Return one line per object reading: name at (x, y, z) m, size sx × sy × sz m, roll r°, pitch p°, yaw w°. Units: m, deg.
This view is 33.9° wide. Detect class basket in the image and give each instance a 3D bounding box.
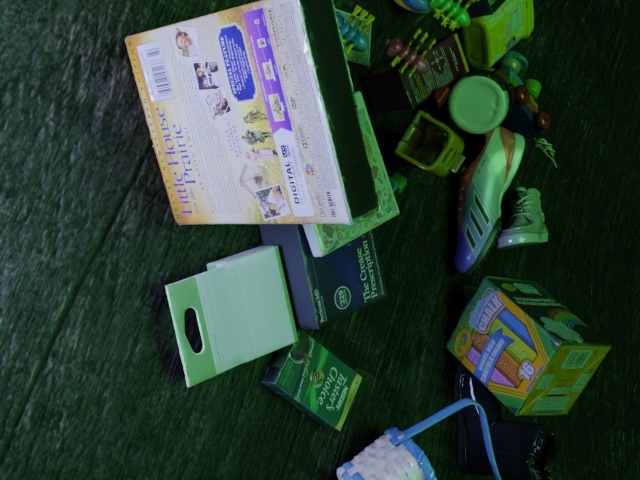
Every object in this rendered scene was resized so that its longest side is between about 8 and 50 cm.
basket at (0.190, 0.442, 1.885) m, size 0.289 × 0.201 × 0.254 m, roll -20°, pitch 106°, yaw -10°

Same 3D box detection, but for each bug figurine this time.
bug figurine at (0.143, -0.407, 1.862) m, size 0.216 × 0.072 × 0.279 m, roll 40°, pitch 81°, yaw 4°

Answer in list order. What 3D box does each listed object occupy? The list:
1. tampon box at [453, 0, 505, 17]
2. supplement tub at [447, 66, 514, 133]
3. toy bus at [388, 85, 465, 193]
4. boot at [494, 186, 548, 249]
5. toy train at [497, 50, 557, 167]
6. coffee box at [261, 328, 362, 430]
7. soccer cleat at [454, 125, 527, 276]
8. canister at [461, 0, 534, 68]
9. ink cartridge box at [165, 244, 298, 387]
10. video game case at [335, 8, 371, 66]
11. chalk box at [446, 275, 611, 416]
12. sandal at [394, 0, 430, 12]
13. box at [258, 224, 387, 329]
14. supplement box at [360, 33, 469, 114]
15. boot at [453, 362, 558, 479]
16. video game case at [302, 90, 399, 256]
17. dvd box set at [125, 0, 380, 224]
tampon box at (0.317, -0.526, 2.096) m, size 0.161 × 0.120 × 0.101 m, roll -47°, pitch 121°, yaw -33°
supplement tub at (0.315, -0.275, 2.042) m, size 0.190 × 0.117 × 0.117 m, roll -41°, pitch 121°, yaw -70°
toy bus at (0.214, -0.167, 1.940) m, size 0.202 × 0.104 × 0.191 m, roll -44°, pitch 158°, yaw -35°
boot at (0.409, -0.048, 2.172) m, size 0.258 × 0.095 × 0.123 m, roll -5°, pitch 85°, yaw -70°
toy train at (0.445, -0.280, 2.240) m, size 0.248 × 0.105 × 0.143 m, roll 41°, pitch 49°, yaw -35°
coffee box at (-0.011, 0.243, 1.828) m, size 0.184 × 0.040 × 0.113 m, roll 43°, pitch 61°, yaw -34°
soccer cleat at (0.314, -0.085, 2.118) m, size 0.116 × 0.108 × 0.318 m, roll 23°, pitch 80°, yaw -13°
canister at (0.365, -0.443, 2.162) m, size 0.170 × 0.073 × 0.126 m, roll -43°, pitch 137°, yaw -33°
ink cartridge box at (-0.151, 0.118, 1.688) m, size 0.235 × 0.056 × 0.171 m, roll -19°, pitch 102°, yaw -39°
video game case at (0.046, -0.372, 1.912) m, size 0.122 × 0.011 × 0.087 m, roll 7°, pitch 85°, yaw -43°
chalk box at (0.387, 0.191, 2.082) m, size 0.180 × 0.289 × 0.179 m, roll 8°, pitch 117°, yaw -41°
sandal at (0.168, -0.580, 1.948) m, size 0.126 × 0.138 × 0.317 m, roll -35°, pitch 115°, yaw -40°
box at (0.000, 0.000, 1.804) m, size 0.184 × 0.103 × 0.261 m, roll -21°, pitch 104°, yaw -39°
supplement box at (0.178, -0.314, 1.973) m, size 0.188 × 0.104 × 0.080 m, roll -36°, pitch 113°, yaw -38°
boot at (0.371, 0.360, 2.076) m, size 0.094 × 0.207 × 0.246 m, roll 2°, pitch 88°, yaw -43°
video game case at (0.029, -0.114, 1.748) m, size 0.206 × 0.026 × 0.227 m, roll -28°, pitch 105°, yaw -40°
dvd box set at (-0.109, -0.172, 1.481) m, size 0.062 × 0.420 × 0.307 m, roll -23°, pitch 105°, yaw -38°
